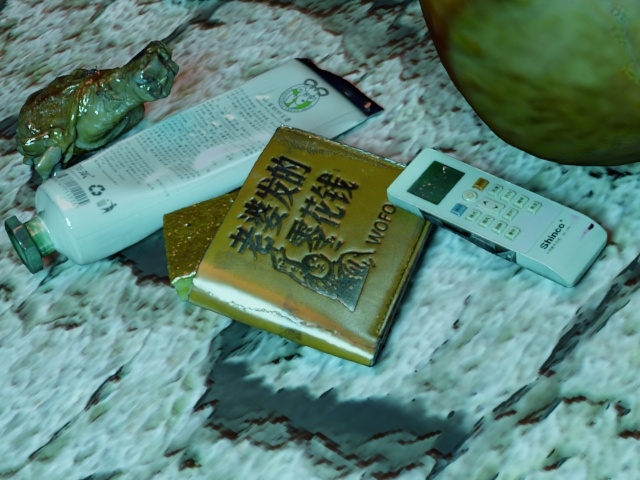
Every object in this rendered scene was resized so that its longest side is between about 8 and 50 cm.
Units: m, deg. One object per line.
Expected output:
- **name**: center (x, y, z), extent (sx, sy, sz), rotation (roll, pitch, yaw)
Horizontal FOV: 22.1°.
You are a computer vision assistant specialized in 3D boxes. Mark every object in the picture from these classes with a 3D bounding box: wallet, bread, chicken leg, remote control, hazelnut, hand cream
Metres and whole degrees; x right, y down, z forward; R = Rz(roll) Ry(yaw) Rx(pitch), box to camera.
- **wallet**: center (-0.001, -0.002, 1.286), extent (0.161, 0.042, 0.195), rotation (17, 50, 12)
- **bread**: center (-0.080, 0.000, 1.353), extent (0.094, 0.035, 0.090), rotation (-18, 42, 4)
- **chicken leg**: center (-0.196, -0.120, 1.472), extent (0.196, 0.080, 0.125), rotation (-28, 21, 25)
- **remote control**: center (0.134, -0.016, 1.264), extent (0.166, 0.029, 0.065), rotation (26, 56, 26)
- **hazelnut**: center (0.233, -0.230, 1.254), extent (0.365, 0.366, 0.366), rotation (-12, 42, 11)
- **hand cream**: center (-0.115, -0.070, 1.431), extent (0.336, 0.076, 0.121), rotation (-29, 47, -18)
